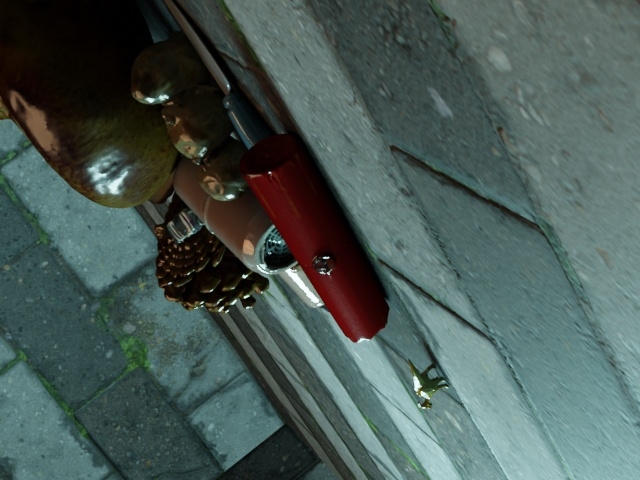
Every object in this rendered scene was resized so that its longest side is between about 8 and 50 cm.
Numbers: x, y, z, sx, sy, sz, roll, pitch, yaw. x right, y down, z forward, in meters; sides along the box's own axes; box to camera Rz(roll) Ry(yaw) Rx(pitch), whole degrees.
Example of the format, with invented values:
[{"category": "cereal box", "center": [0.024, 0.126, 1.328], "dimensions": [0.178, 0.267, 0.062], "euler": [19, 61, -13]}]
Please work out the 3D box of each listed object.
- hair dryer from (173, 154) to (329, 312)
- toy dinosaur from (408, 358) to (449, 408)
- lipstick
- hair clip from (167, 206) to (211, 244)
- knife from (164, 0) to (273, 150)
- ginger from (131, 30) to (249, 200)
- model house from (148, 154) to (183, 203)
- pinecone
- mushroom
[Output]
[{"category": "hair dryer", "center": [-0.043, 0.015, 1.764], "dimensions": [0.189, 0.107, 0.344], "euler": [42, 175, 39]}, {"category": "toy dinosaur", "center": [0.127, 0.165, 1.606], "dimensions": [0.026, 0.041, 0.113], "euler": [50, 166, 36]}, {"category": "lipstick", "center": [-0.001, 0.000, 1.517], "dimensions": [0.073, 0.073, 0.279], "euler": [40, 165, 51]}, {"category": "hair clip", "center": [-0.147, -0.054, 1.823], "dimensions": [0.049, 0.172, 0.116], "euler": [-19, 107, 33]}, {"category": "knife", "center": [-0.111, -0.181, 1.526], "dimensions": [0.244, 0.032, 0.058], "euler": [58, 173, -8]}, {"category": "ginger", "center": [-0.143, -0.139, 1.578], "dimensions": [0.080, 0.104, 0.204], "euler": [-12, 116, 53]}, {"category": "model house", "center": [-0.287, -0.164, 2.004], "dimensions": [0.183, 0.166, 0.172], "euler": [29, -167, -23]}, {"category": "pinecone", "center": [-0.153, 0.018, 1.988], "dimensions": [0.169, 0.185, 0.212], "euler": [33, 180, 23]}, {"category": "mushroom", "center": [-0.320, -0.181, 1.703], "dimensions": [0.345, 0.260, 0.345], "euler": [58, -168, -20]}]
